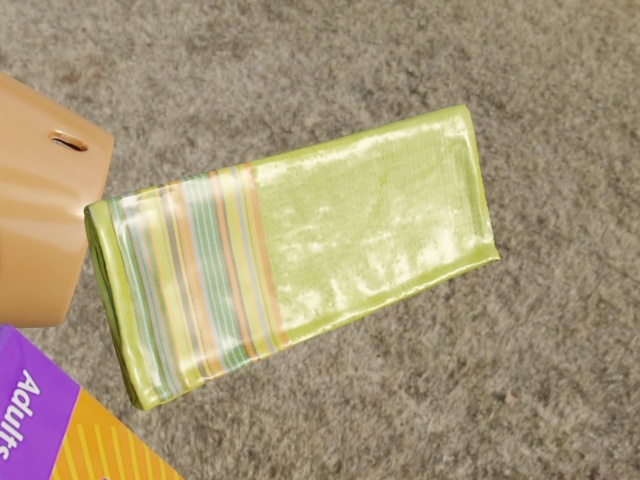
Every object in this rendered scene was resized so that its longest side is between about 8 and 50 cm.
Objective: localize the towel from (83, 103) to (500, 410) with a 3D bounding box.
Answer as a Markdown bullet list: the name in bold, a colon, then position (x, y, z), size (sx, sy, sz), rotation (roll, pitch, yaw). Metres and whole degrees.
- **towel**: position (0.000, 0.000, 0.431), size (0.237, 0.102, 0.021), rotation (-19, 16, -30)

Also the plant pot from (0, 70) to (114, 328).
- **plant pot**: position (-0.323, -0.035, 0.782), size (0.204, 0.291, 0.290), rotation (16, 44, -17)

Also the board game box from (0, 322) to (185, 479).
- **board game box**: position (-0.185, 0.330, 0.332), size (0.357, 0.356, 0.356), rotation (-27, 30, 17)
